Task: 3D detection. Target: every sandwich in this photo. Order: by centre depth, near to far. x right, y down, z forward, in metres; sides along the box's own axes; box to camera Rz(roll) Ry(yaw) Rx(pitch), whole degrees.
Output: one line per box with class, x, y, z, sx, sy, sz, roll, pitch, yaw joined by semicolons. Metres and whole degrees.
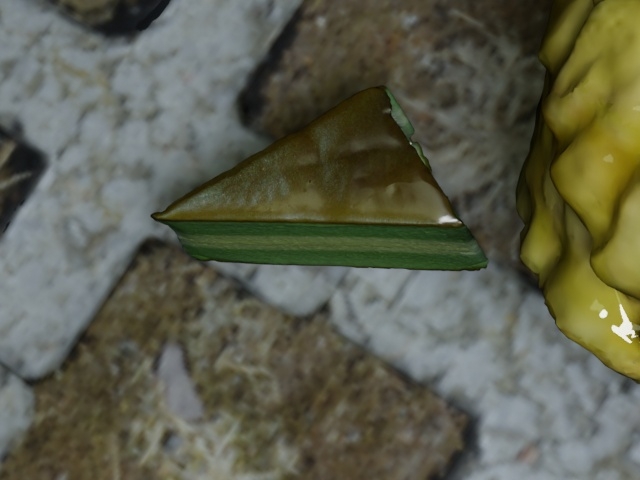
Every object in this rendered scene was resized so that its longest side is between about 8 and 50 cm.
sandwich;0.000;0.000;0.817;0.116;0.074;0.074;-30;68;6

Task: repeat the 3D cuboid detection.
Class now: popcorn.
popcorn;0.170;-0.042;0.692;0.190;0.250;0.250;14;77;5
